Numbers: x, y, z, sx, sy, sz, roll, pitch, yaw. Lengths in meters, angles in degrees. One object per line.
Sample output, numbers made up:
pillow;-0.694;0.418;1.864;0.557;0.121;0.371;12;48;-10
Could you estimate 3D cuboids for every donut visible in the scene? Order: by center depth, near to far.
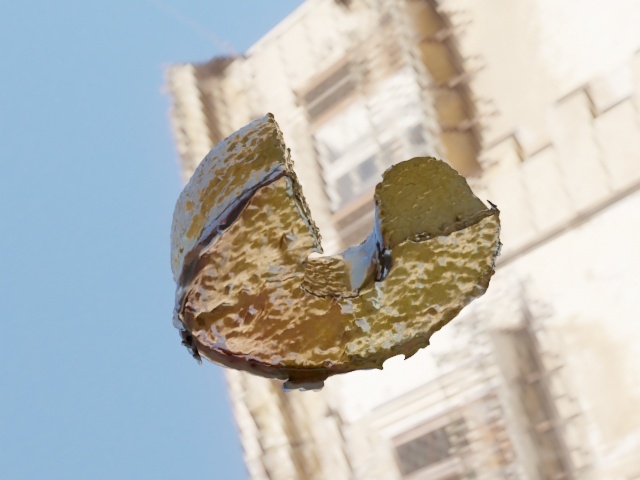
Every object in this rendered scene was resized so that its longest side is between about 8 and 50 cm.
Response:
donut;-0.004;0.008;0.919;0.181;0.146;0.078;7;-139;-36
